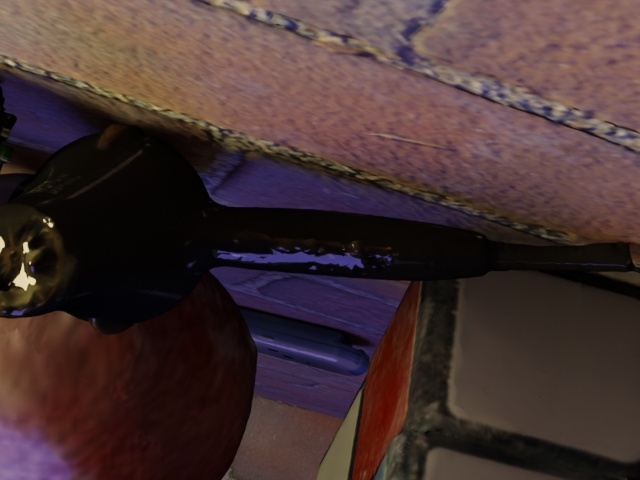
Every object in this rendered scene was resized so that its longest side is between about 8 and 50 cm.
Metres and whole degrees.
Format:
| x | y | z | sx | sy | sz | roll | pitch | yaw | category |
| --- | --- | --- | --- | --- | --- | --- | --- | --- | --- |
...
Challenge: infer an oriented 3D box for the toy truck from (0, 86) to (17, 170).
| x | y | z | sx | sy | sz | roll | pitch | yaw | category |
| --- | --- | --- | --- | --- | --- | --- | --- | --- | --- |
| -0.271 | -0.043 | 0.784 | 0.088 | 0.121 | 0.259 | 23 | 167 | -31 | toy truck |

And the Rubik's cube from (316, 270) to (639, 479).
| x | y | z | sx | sy | sz | roll | pitch | yaw | category |
| --- | --- | --- | --- | --- | --- | --- | --- | --- | --- |
| 0.160 | 0.233 | 0.844 | 0.318 | 0.313 | 0.316 | 16 | 139 | -5 | Rubik's cube |

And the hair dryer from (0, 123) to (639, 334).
| x | y | z | sx | sy | sz | roll | pitch | yaw | category |
| --- | --- | --- | --- | --- | --- | --- | --- | --- | --- |
| 0.000 | 0.000 | 0.694 | 0.359 | 0.120 | 0.304 | 2 | -178 | 1 | hair dryer |

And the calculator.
| x | y | z | sx | sy | sz | roll | pitch | yaw | category |
| --- | --- | --- | --- | --- | --- | --- | --- | --- | --- |
| -0.045 | 0.112 | 1.492 | 0.210 | 0.039 | 0.121 | 14 | 168 | 11 | calculator |

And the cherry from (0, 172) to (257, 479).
| x | y | z | sx | sy | sz | roll | pitch | yaw | category |
| --- | --- | --- | --- | --- | --- | --- | --- | --- | --- |
| -0.228 | 0.094 | 1.037 | 0.326 | 0.291 | 0.335 | -3 | 152 | 35 | cherry |
